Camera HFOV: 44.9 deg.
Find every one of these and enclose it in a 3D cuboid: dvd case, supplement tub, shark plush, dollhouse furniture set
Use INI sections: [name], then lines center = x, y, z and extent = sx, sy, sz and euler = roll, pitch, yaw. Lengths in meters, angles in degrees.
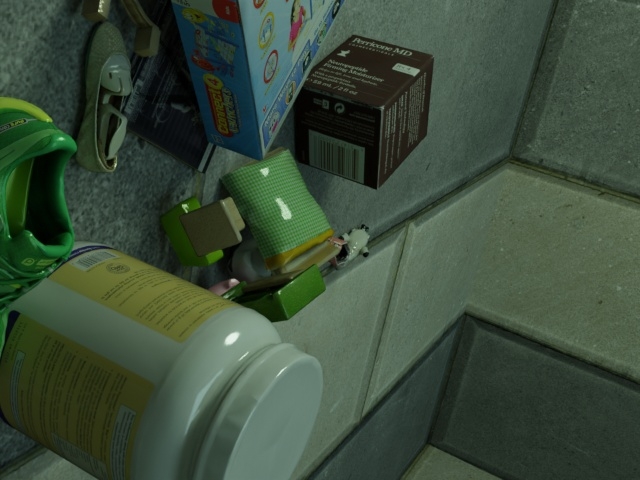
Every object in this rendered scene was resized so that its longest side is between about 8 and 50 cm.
[dvd case]
center = -0.177, -0.194, 1.006
extent = 0.165, 0.018, 0.221
euler = -68, 157, -4
[supplement tub]
center = -0.189, 0.161, 0.880
extent = 0.241, 0.331, 0.241
euler = -48, 150, -40
[shark plush]
center = 0.070, 0.004, 1.728
extent = 0.067, 0.073, 0.161
euler = -60, -173, 35
[dollhouse furniture set]
center = -0.054, -0.027, 1.143
extent = 0.301, 0.151, 0.198
euler = -35, 105, -48

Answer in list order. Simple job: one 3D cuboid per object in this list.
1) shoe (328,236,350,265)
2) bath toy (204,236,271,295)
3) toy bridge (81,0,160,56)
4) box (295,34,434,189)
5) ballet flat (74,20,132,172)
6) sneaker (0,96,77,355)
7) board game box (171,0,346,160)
[shoe]
center = 0.000, 0.000, 1.487
extent = 0.064, 0.081, 0.178
euler = -66, 157, -6
[bath toy]
center = -0.139, 0.114, 1.238
extent = 0.151, 0.129, 0.348
euler = 49, 50, -14
[toy bridge]
center = -0.228, -0.258, 0.801
extent = 0.188, 0.026, 0.063
euler = 29, 63, -60
[box]
center = 0.077, -0.227, 1.349
extent = 0.203, 0.168, 0.167
euler = -49, 150, -40
[ballet flat]
center = -0.234, -0.156, 0.866
extent = 0.057, 0.052, 0.168
euler = -21, 128, -61
[sneaker]
center = -0.313, 0.014, 0.744
extent = 0.109, 0.123, 0.296
euler = -9, 118, -65
[board game box]
center = -0.061, -0.312, 0.973
extent = 0.302, 0.086, 0.308
euler = 87, 25, -62
